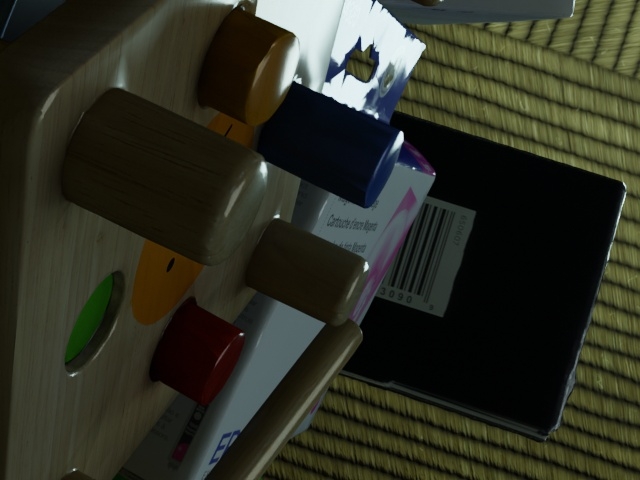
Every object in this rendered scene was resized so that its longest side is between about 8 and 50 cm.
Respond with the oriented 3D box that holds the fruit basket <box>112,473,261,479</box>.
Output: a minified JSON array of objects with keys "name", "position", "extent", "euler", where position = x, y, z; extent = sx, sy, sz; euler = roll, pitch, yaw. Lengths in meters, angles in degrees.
[{"name":"fruit basket","position":[-0.165,0.290,1.135],"extent":[0.327,0.165,0.353],"euler":[-39,142,-50]}]

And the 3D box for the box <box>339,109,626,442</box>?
[{"name":"box","position":[0.054,0.020,1.600],"extent":[0.472,0.479,0.297],"euler":[100,8,-84]}]

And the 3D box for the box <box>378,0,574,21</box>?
[{"name":"box","position":[0.069,-0.288,1.074],"extent":[0.345,0.168,0.215],"euler":[-149,-118,-75]}]

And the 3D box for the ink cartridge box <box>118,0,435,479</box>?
[{"name":"ink cartridge box","position":[0.000,0.000,0.928],"extent":[0.330,0.071,0.324],"euler":[-63,168,7]}]

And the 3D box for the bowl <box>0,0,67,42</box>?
[{"name":"bowl","position":[-0.097,-0.096,0.670],"extent":[0.391,0.077,0.391],"euler":[-58,166,-24]}]

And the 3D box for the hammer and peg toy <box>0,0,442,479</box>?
[{"name":"hammer and peg toy","position":[-0.066,0.019,0.559],"extent":[0.266,0.127,0.361],"euler":[-53,164,-46]}]
